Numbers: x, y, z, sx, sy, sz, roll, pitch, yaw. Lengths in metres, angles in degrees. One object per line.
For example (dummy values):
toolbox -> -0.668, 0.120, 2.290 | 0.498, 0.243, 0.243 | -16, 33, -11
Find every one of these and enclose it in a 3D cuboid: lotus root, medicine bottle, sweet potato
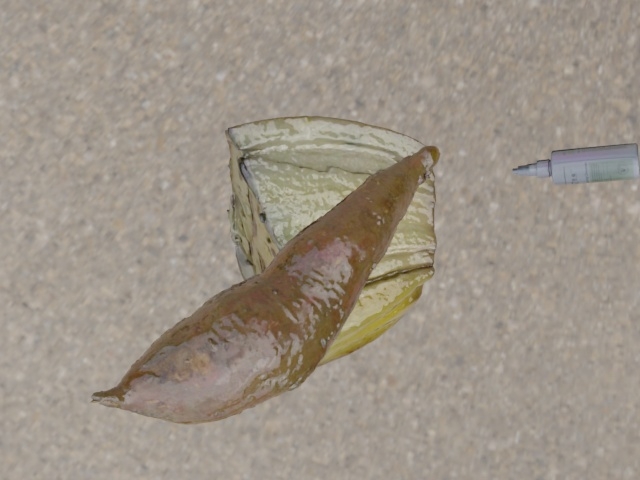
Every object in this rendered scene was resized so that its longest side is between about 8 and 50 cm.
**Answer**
lotus root -> 0.004, 0.000, 0.792 | 0.135, 0.095, 0.159 | -7, 93, -20
medicine bottle -> 0.404, -0.118, 1.937 | 0.199, 0.058, 0.058 | -4, 121, 16
sweet potato -> -0.010, 0.032, 0.619 | 0.068, 0.226, 0.068 | 45, 160, 21
